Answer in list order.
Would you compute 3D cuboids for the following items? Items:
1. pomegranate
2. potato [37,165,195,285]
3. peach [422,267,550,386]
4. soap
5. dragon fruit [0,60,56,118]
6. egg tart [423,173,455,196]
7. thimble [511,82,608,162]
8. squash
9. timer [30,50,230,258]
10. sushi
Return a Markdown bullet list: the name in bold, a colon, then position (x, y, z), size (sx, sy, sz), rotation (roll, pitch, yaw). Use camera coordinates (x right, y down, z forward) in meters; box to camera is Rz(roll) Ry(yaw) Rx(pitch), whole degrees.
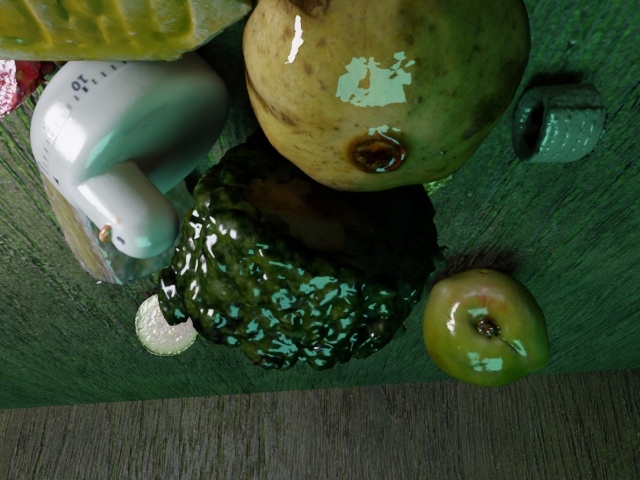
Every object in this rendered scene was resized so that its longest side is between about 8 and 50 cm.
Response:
- **pomegranate**: position (0.057, -0.183, 0.483), size (0.281, 0.281, 0.281), rotation (-3, 152, -2)
- **potato**: position (-0.330, -0.075, 0.825), size (0.189, 0.211, 0.264), rotation (19, 135, 47)
- **peach**: position (0.403, 0.225, 1.256), size (0.281, 0.314, 0.315), rotation (-35, 177, -6)
- **soap**: position (-0.188, -0.220, 0.413), size (0.257, 0.080, 0.160), rotation (-3, 170, -8)
- **dragon fruit**: position (-0.360, -0.220, 0.554), size (0.153, 0.111, 0.153), rotation (7, 118, 14)
- **egg tart**: position (0.135, -0.129, 0.792), size (0.191, 0.074, 0.191), rotation (-3, 151, -2)
- **thimble**: position (0.341, -0.167, 0.716), size (0.090, 0.102, 0.115), rotation (-2, 160, -5)
- **squash**: position (-0.392, 0.223, 1.313), size (0.170, 0.170, 0.123), rotation (-2, 164, -3)
- **timer**: position (-0.204, -0.115, 0.585), size (0.233, 0.240, 0.233), rotation (-43, 175, -5)
- **sushi**: position (0.000, 0.000, 0.622), size (0.294, 0.352, 0.178), rotation (29, 124, 2)
